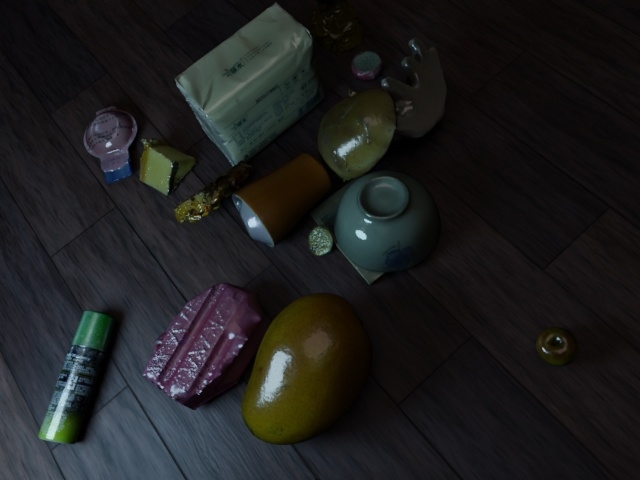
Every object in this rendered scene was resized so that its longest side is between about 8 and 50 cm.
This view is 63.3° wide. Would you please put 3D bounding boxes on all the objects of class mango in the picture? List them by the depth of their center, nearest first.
[{"bbox_3d":[-0.034,0.304,1.207,0.263,0.221,0.378,35,87,17],"label":"mango"}]

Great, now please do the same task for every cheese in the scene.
[{"bbox_3d":[-0.671,-0.315,1.669,0.188,0.074,0.286,-22,68,1],"label":"cheese"}]

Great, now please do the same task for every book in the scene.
[{"bbox_3d":[0.128,-0.041,1.426,0.214,0.025,0.283,-38,64,-8],"label":"book"}]

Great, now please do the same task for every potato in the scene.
[{"bbox_3d":[0.071,-0.297,1.403,0.115,0.299,0.239,11,68,-33],"label":"potato"}]

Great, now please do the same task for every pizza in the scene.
[{"bbox_3d":[-0.278,-0.145,1.450,0.251,0.287,0.074,-43,106,-24],"label":"pizza"}]

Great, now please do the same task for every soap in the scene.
[{"bbox_3d":[-0.278,0.257,1.317,0.220,0.127,0.325,26,73,19],"label":"soap"}]

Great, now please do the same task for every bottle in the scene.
[{"bbox_3d":[-0.632,0.352,1.360,0.093,0.093,0.331,6,68,13],"label":"bottle"}]

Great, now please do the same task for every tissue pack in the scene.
[{"bbox_3d":[-0.190,-0.439,1.511,0.380,0.297,0.207,-40,68,-9],"label":"tissue pack"}]

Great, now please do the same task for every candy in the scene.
[{"bbox_3d":[0.148,-0.549,1.632,0.103,0.043,0.103,-5,64,10],"label":"candy"}]

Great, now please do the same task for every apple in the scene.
[{"bbox_3d":[0.544,0.245,1.196,0.089,0.074,0.090,-5,65,11],"label":"apple"}]

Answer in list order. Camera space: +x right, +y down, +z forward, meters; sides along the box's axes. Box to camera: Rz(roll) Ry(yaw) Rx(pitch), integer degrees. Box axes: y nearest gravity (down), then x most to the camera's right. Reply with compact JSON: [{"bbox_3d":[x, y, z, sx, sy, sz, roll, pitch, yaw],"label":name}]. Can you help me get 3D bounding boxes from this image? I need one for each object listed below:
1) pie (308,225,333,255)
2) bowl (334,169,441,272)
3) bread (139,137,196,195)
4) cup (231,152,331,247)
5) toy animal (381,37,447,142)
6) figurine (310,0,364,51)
[{"bbox_3d":[0.000,0.000,1.422,0.085,0.017,0.085,-4,82,31],"label":"pie"},{"bbox_3d":[0.168,-0.076,1.341,0.288,0.146,0.290,-4,64,8],"label":"bowl"},{"bbox_3d":[-0.482,-0.227,1.602,0.147,0.127,0.152,33,110,20],"label":"bread"},{"bbox_3d":[-0.117,-0.123,1.446,0.264,0.182,0.226,-39,34,-15],"label":"cup"},{"bbox_3d":[0.239,-0.410,1.498,0.265,0.188,0.308,-5,74,-25],"label":"toy animal"},{"bbox_3d":[0.031,-0.757,1.593,0.167,0.315,0.188,-20,65,2],"label":"figurine"}]
